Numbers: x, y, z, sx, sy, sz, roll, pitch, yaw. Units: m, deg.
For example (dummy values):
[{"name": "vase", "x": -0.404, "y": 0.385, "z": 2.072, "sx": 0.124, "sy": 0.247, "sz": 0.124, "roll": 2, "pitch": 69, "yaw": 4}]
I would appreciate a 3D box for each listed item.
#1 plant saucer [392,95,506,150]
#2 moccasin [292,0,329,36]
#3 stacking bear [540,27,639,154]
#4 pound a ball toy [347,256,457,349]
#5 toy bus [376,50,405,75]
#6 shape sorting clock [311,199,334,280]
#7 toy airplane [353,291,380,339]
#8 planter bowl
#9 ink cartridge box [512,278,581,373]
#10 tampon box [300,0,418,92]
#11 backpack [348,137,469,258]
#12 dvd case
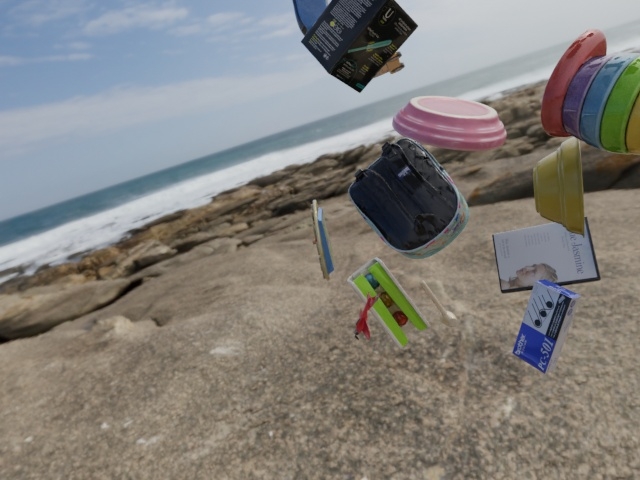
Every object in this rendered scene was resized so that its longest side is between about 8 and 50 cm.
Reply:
[{"name": "plant saucer", "x": 0.380, "y": -0.355, "z": 1.426, "sx": 0.332, "sy": 0.084, "sz": 0.332, "roll": 5, "pitch": 29, "yaw": -3}, {"name": "moccasin", "x": -0.045, "y": -0.716, "z": 1.388, "sx": 0.138, "sy": 0.342, "sz": 0.117, "roll": 0, "pitch": -14, "yaw": -2}, {"name": "stacking bear", "x": 0.514, "y": -0.203, "z": 0.744, "sx": 0.164, "sy": 0.175, "sz": 0.289, "roll": -38, "pitch": 42, "yaw": -19}, {"name": "pound a ball toy", "x": 0.263, "y": 0.194, "z": 1.583, "sx": 0.208, "sy": 0.319, "sz": 0.136, "roll": -38, "pitch": 6, "yaw": -2}, {"name": "toy bus", "x": 0.196, "y": -0.623, "z": 1.620, "sx": 0.130, "sy": 0.108, "sz": 0.333, "roll": -21, "pitch": 4, "yaw": 15}, {"name": "shape sorting clock", "x": 0.000, "y": 0.000, "z": 1.224, "sx": 0.040, "sy": 0.206, "sz": 0.206, "roll": -14, "pitch": 14, "yaw": 4}, {"name": "toy airplane", "x": 0.126, "y": 0.211, "z": 1.369, "sx": 0.028, "sy": 0.151, "sz": 0.151, "roll": 20, "pitch": 8, "yaw": -13}, {"name": "planter bowl", "x": 0.499, "y": -0.111, "z": 1.022, "sx": 0.090, "sy": 0.217, "sz": 0.217, "roll": -3, "pitch": 19, "yaw": 27}, {"name": "ink cartridge box", "x": 0.547, "y": 0.209, "z": 1.185, "sx": 0.046, "sy": 0.207, "sz": 0.097, "roll": -5, "pitch": 23, "yaw": -34}, {"name": "tampon box", "x": 0.071, "y": -0.378, "z": 0.888, "sx": 0.161, "sy": 0.101, "sz": 0.120, "roll": -46, "pitch": -27, "yaw": 22}, {"name": "backpack", "x": 0.220, "y": -0.084, "z": 1.161, "sx": 0.225, "sy": 0.253, "sz": 0.191, "roll": -42, "pitch": -33, "yaw": 12}, {"name": "dvd case", "x": 0.621, "y": 0.043, "z": 1.355, "sx": 0.253, "sy": 0.180, "sz": 0.022, "roll": -13, "pitch": -24, "yaw": 28}]
